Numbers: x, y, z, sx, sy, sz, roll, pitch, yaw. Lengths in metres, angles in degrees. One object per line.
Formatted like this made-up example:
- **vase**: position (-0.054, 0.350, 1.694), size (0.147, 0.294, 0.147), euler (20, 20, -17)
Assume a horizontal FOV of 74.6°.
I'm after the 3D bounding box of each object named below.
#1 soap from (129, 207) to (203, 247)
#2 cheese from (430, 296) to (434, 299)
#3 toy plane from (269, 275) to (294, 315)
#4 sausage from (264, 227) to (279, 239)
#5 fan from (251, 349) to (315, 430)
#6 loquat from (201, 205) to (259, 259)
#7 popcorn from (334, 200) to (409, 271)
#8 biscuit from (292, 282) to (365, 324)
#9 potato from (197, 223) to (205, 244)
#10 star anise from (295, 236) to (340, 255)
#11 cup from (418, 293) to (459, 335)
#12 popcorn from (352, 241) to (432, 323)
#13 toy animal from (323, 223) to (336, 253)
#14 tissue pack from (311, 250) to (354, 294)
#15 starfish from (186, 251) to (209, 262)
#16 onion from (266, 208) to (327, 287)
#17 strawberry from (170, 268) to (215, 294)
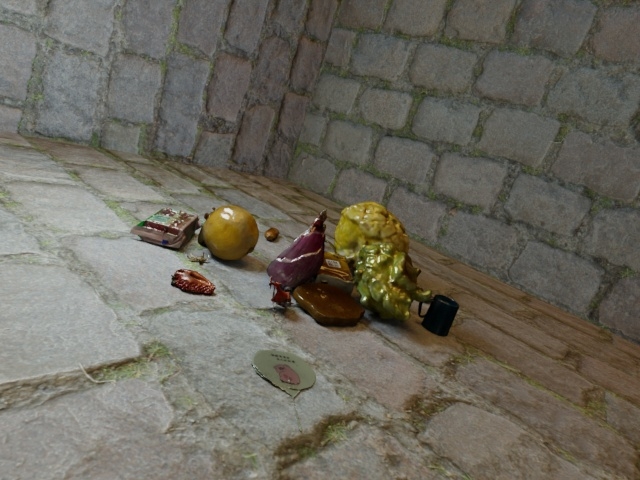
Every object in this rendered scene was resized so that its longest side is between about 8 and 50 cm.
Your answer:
- **soap**: position (-0.622, -0.058, 1.737), size (0.217, 0.098, 0.273), euler (18, 14, -7)
- **cheese**: position (0.520, 0.280, 2.077), size (0.144, 0.038, 0.095), euler (14, 16, -17)
- **toy plane**: position (-0.134, 0.171, 1.406), size (0.077, 0.194, 0.126), euler (-2, 40, 1)
- **sausage**: position (-0.258, -0.035, 2.218), size (0.062, 0.054, 0.183), euler (51, 11, -6)
- **fan**: position (-0.078, 0.361, 1.052), size (0.182, 0.010, 0.310), euler (14, 14, -20)
- **loquat**: position (-0.368, -0.030, 1.718), size (0.238, 0.239, 0.193), euler (21, 8, 6)
- **popcorn**: position (0.251, 0.004, 2.078), size (0.353, 0.391, 0.344), euler (4, 3, -13)
- **biscuit**: position (0.031, 0.237, 1.577), size (0.272, 0.049, 0.257), euler (3, 24, -45)
- **potato**: position (-0.471, -0.011, 1.828), size (0.103, 0.066, 0.096), euler (20, 35, -36)
- **star anise**: position (0.000, 0.070, 2.050), size (0.198, 0.111, 0.257), euler (23, 13, -30)
- **cup**: position (0.484, 0.303, 1.736), size (0.149, 0.138, 0.113), euler (13, 15, -23)
- **popcorn**: position (0.262, 0.171, 1.689), size (0.274, 0.336, 0.279), euler (-9, -14, -18)
- **toy animal**: position (0.000, 0.000, 2.351), size (0.155, 0.095, 0.219), euler (3, 52, -49)
- **tissue pack**: position (0.040, 0.137, 1.832), size (0.183, 0.092, 0.226), euler (11, 24, -16)
- **starfish**: position (-0.469, 0.066, 1.613), size (0.091, 0.028, 0.078), euler (3, 15, -40)
- **onion**: position (-0.049, 0.053, 1.656), size (0.159, 0.349, 0.267), euler (44, 18, -1)
- **strawberry**: position (-0.419, 0.134, 1.386), size (0.152, 0.048, 0.104), euler (14, 18, -7)
